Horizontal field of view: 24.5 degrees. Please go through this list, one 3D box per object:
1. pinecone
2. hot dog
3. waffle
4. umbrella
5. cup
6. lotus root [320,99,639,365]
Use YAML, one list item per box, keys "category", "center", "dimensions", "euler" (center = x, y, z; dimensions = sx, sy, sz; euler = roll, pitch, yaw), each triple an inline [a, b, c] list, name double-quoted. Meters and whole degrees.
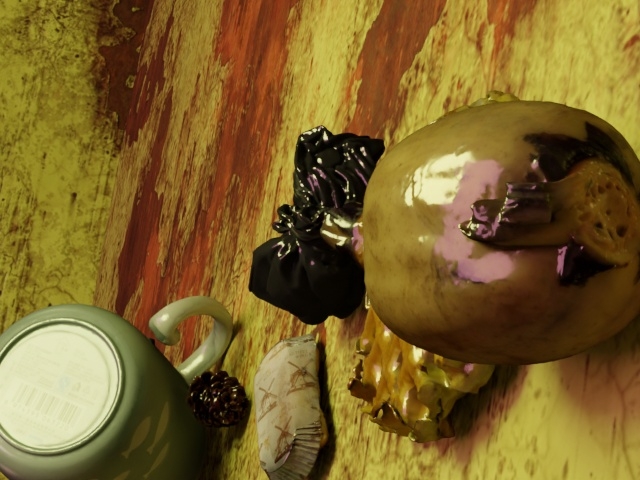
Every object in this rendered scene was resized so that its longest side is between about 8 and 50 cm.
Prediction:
- category: "pinecone"
  center: [-0.126, 0.202, 1.866]
  dimensions: [0.083, 0.077, 0.077]
  euler: [1, 78, 48]
- category: "hot dog"
  center: [-0.032, 0.183, 1.599]
  dimensions: [0.108, 0.059, 0.191]
  euler: [-50, 26, 30]
- category: "waffle"
  center: [0.099, 0.028, 1.279]
  dimensions: [0.325, 0.068, 0.302]
  euler: [142, 140, -72]
- category: "umbrella"
  center: [-0.001, 0.000, 1.461]
  dimensions: [0.110, 0.122, 0.272]
  euler: [48, 153, 21]
- category: "cup"
  center: [-0.264, 0.197, 1.919]
  dimensions: [0.356, 0.259, 0.274]
  euler: [-41, -24, -7]
- category: "lotus root"
  center: [0.107, -0.002, 1.054]
  dimensions: [0.310, 0.182, 0.183]
  euler: [-7, 71, 55]
